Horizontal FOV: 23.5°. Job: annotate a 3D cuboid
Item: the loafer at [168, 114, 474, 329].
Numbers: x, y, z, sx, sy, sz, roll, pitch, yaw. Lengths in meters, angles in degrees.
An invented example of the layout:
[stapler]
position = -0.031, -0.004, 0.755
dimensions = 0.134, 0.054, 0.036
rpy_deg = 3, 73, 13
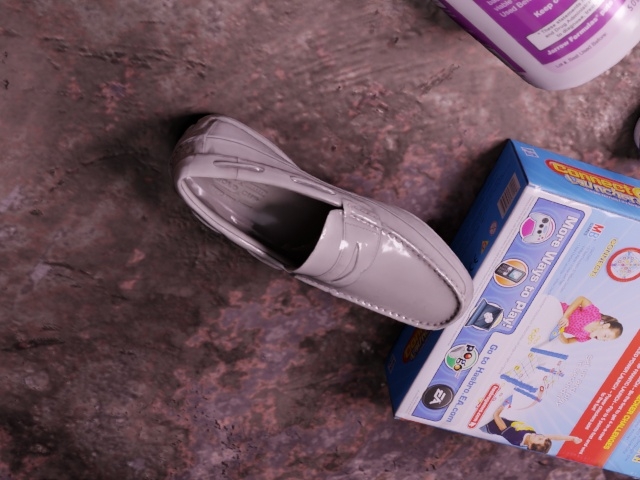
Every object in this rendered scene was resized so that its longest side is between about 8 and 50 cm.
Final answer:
[loafer]
position = 0.000, 0.000, 1.437
dimensions = 0.319, 0.111, 0.112
rpy_deg = 28, 119, -10

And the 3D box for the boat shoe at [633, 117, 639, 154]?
[boat shoe]
position = 0.396, -0.152, 1.433
dimensions = 0.095, 0.079, 0.254
rpy_deg = 35, 114, -27

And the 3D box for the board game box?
[board game box]
position = 0.266, 0.080, 1.578
dimensions = 0.302, 0.086, 0.308
rpy_deg = 16, 122, -18

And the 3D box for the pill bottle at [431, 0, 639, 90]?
[pill bottle]
position = 0.134, -0.271, 1.260
dimensions = 0.301, 0.169, 0.169
rpy_deg = 36, 114, -28
